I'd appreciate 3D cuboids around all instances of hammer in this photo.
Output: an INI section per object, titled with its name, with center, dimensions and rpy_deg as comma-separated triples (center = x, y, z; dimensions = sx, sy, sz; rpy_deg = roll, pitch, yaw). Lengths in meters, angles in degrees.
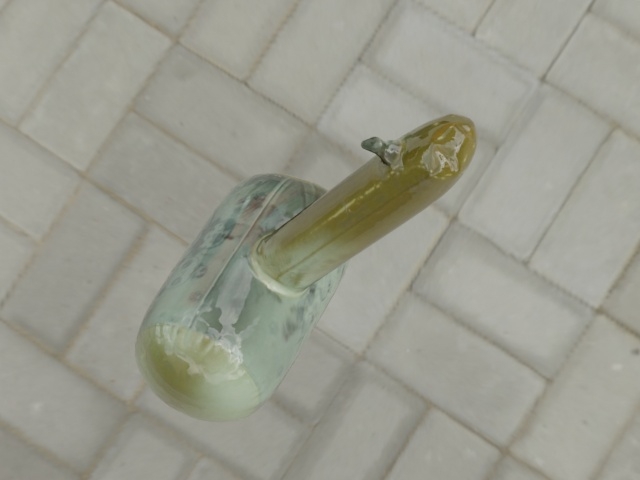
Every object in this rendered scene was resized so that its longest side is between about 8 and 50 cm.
[hammer]
center = 0.000, 0.000, 0.907
dimensions = 0.113, 0.305, 0.202
rpy_deg = 38, 50, -13
